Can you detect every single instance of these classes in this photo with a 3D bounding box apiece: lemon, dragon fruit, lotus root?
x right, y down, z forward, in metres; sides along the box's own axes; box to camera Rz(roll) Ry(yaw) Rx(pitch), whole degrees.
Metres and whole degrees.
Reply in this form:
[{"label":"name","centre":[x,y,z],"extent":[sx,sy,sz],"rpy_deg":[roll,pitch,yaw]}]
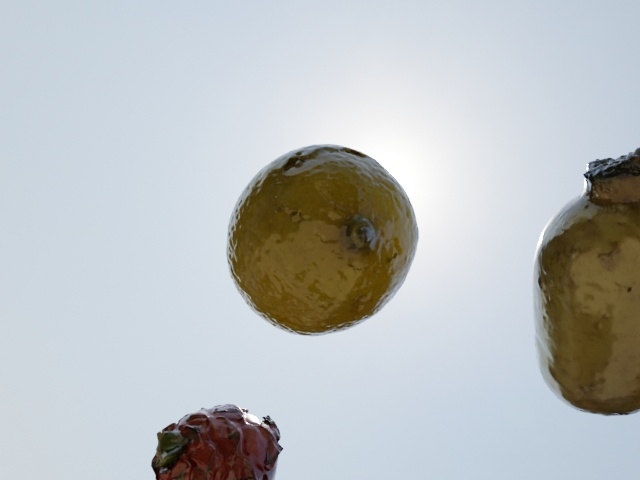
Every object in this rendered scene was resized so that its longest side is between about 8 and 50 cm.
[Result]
[{"label":"lemon","centre":[-0.005,0.004,0.693],"extent":[0.228,0.228,0.253],"rpy_deg":[53,-50,4]},{"label":"dragon fruit","centre":[-0.151,0.333,0.819],"extent":[0.172,0.209,0.172],"rpy_deg":[-11,-104,52]},{"label":"lotus root","centre":[0.280,0.049,0.520],"extent":[0.146,0.160,0.284],"rpy_deg":[12,-53,40]}]
